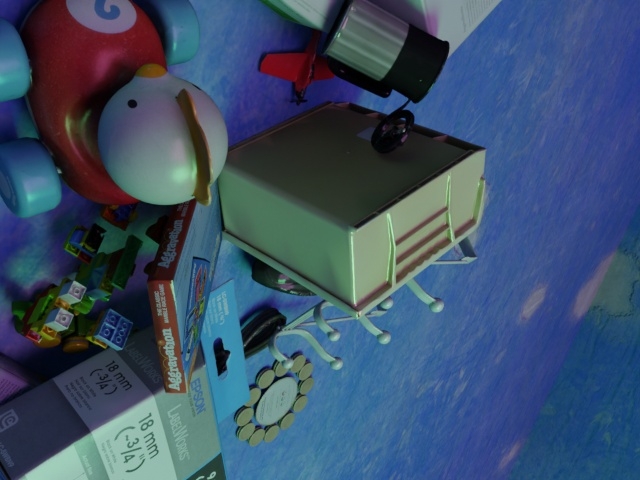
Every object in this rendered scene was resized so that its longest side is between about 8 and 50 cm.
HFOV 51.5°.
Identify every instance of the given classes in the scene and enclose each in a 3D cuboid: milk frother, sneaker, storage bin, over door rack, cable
[{"bbox_3d":[0.063,-0.199,0.801,0.129,0.134,0.143,-51,-161,49],"label":"milk frother"},{"bbox_3d":[0.000,0.000,1.020,0.286,0.109,0.130,-20,119,-51],"label":"sneaker"},{"bbox_3d":[0.038,-0.065,0.869,0.260,0.262,0.123,-32,133,-33],"label":"storage bin"},{"bbox_3d":[0.102,0.104,1.063,0.239,0.108,0.324,-36,168,35],"label":"over door rack"},{"bbox_3d":[-0.154,0.195,0.973,0.287,0.072,0.140,-15,125,-43],"label":"cable"}]

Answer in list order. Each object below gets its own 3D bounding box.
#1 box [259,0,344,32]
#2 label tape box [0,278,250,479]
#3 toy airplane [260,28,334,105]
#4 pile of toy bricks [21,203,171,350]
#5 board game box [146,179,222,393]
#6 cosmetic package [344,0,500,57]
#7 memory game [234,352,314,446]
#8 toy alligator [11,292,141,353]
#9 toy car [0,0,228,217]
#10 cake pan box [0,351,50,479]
[{"bbox_3d":[-0.025,-0.314,0.770,0.101,0.087,0.102,17,100,-53],"label":"box"},{"bbox_3d":[-0.197,0.231,0.800,0.333,0.105,0.241,-30,134,-32],"label":"label tape box"},{"bbox_3d":[-0.012,-0.252,0.879,0.151,0.028,0.151,-31,136,-36],"label":"toy airplane"},{"bbox_3d":[-0.242,0.034,0.736,0.118,0.105,0.212,42,47,-34],"label":"pile of toy bricks"},{"bbox_3d":[-0.144,0.017,0.744,0.027,0.281,0.145,0,124,0],"label":"board game box"},{"bbox_3d":[0.136,-0.356,0.881,0.184,0.151,0.151,-48,142,-18],"label":"cosmetic package"},{"bbox_3d":[-0.079,0.283,1.175,0.186,0.012,0.186,-30,135,-35],"label":"memory game"},{"bbox_3d":[-0.289,0.105,0.775,0.051,0.056,0.189,-23,152,21],"label":"toy alligator"},{"bbox_3d":[-0.160,-0.117,0.598,0.219,0.237,0.211,-26,122,-37],"label":"toy car"},{"bbox_3d":[-0.423,0.223,0.678,0.267,0.070,0.246,-52,141,-12],"label":"cake pan box"}]
